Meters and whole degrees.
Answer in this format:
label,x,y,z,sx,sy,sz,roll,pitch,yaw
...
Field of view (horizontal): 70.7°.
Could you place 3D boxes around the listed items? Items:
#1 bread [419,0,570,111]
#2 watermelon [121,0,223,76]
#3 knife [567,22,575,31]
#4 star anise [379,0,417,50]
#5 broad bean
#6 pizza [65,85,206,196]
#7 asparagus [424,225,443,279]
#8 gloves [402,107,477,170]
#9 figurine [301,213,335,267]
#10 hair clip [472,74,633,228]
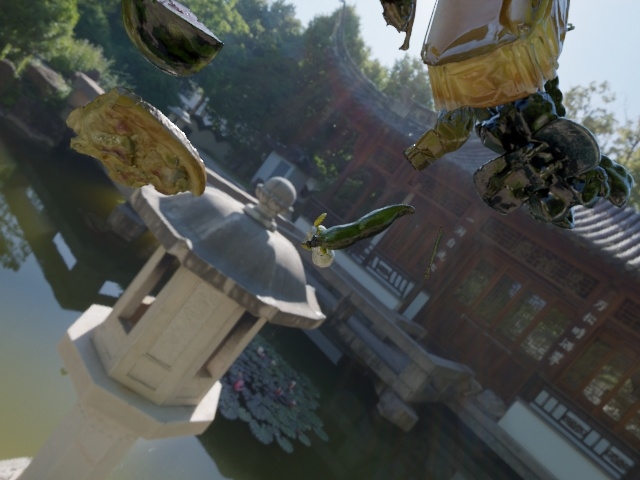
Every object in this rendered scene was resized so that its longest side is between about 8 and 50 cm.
label,x,y,z,sx,sy,sz,roll,pitch,yaw
bread,0.212,-0.272,0.528,0.136,0.241,0.107,2,-25,41
watermelon,-0.278,-0.385,0.858,0.145,0.137,0.193,51,-17,25
knife,0.624,-0.655,1.400,0.123,0.053,0.278,1,21,-28
star anise,0.121,-0.469,0.821,0.262,0.081,0.230,46,19,-33
broad bean,0.109,-0.031,1.250,0.061,0.339,0.077,54,-21,42
pizza,-0.346,-0.162,0.842,0.223,0.089,0.323,4,-21,11
asparagus,0.299,0.037,1.196,0.013,0.166,0.016,23,29,23
gloves,0.463,-0.396,1.692,0.154,0.331,0.141,46,9,-21
figurine,0.000,0.008,1.333,0.109,0.129,0.178,-1,29,-5
hair clip,0.386,-0.154,0.773,0.310,0.194,0.206,52,49,-1
